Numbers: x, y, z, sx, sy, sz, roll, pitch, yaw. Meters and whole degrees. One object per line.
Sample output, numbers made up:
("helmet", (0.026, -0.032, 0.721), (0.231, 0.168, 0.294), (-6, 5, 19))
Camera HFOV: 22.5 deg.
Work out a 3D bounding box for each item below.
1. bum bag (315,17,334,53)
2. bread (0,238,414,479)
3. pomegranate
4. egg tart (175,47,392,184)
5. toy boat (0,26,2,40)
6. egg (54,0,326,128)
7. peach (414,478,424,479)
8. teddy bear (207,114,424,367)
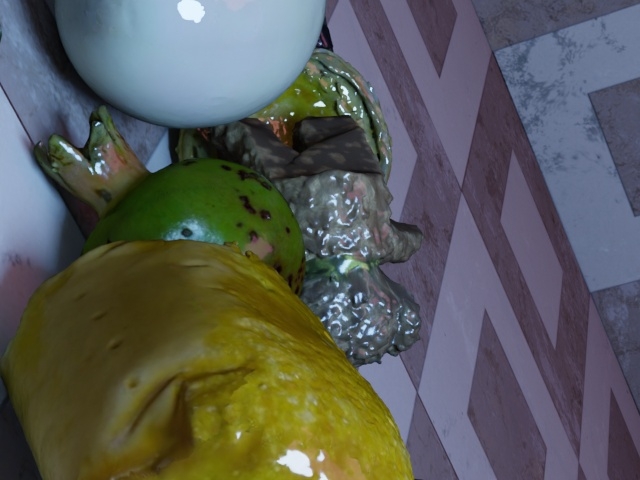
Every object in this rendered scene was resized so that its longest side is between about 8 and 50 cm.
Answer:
("bum bag", (-0.023, -0.243, 2.269), (0.144, 0.095, 0.340), (18, 55, -49))
("bread", (-0.056, 0.183, 1.346), (0.361, 0.250, 0.394), (44, 0, -28))
("pomegranate", (-0.138, -0.007, 1.580), (0.231, 0.231, 0.286), (-35, 108, -69))
("egg tart", (-0.048, -0.109, 1.942), (0.288, 0.118, 0.288), (4, 80, -24))
("toy boat", (-0.348, -0.262, 1.459), (0.104, 0.052, 0.210), (-15, 93, -44))
("egg", (-0.139, -0.253, 1.693), (0.345, 0.283, 0.283), (-50, 121, -67))
("peach", (0.053, 0.448, 1.623), (0.335, 0.310, 0.406), (-54, 132, -60))
("teddy bear", (-0.004, -0.002, 1.777), (0.296, 0.246, 0.222), (-135, -133, -57))
